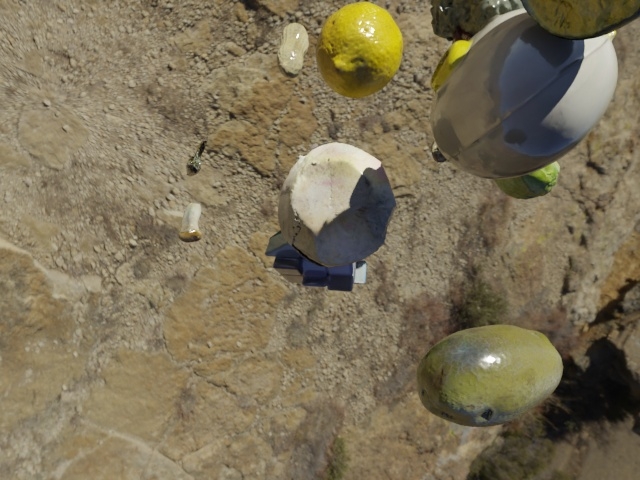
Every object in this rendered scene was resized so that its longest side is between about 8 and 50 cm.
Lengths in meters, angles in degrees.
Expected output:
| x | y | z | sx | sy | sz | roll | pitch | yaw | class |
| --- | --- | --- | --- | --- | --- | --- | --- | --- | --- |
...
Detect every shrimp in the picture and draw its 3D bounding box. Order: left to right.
| x | y | z | sx | sy | sz | roll | pitch | yaw | class |
| --- | --- | --- | --- | --- | --- | --- | --- | --- | --- |
| -0.456 | -0.316 | 1.672 | 0.058 | 0.296 | 0.169 | 21 | 92 | -19 | shrimp |

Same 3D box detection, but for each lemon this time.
| x | y | z | sx | sy | sz | roll | pitch | yaw | class |
| --- | --- | --- | --- | --- | --- | --- | --- | --- | --- |
| 0.100 | -0.494 | 1.188 | 0.228 | 0.228 | 0.253 | 39 | 53 | -33 | lemon |

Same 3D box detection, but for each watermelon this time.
| x | y | z | sx | sy | sz | roll | pitch | yaw | class |
| --- | --- | --- | --- | --- | --- | --- | --- | --- | --- |
| 0.408 | -0.414 | 0.659 | 0.127 | 0.204 | 0.232 | -19 | 73 | -36 | watermelon |

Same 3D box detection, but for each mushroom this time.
| x | y | z | sx | sy | sz | roll | pitch | yaw | class |
| --- | --- | --- | --- | --- | --- | --- | --- | --- | --- |
| -0.499 | -0.078 | 1.749 | 0.084 | 0.209 | 0.071 | -5 | 137 | -3 | mushroom |

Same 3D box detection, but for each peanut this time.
| x | y | z | sx | sy | sz | roll | pitch | yaw | class |
| --- | --- | --- | --- | --- | --- | --- | --- | --- | --- |
| -0.108 | -0.744 | 1.775 | 0.124 | 0.124 | 0.256 | 23 | 60 | -34 | peanut |

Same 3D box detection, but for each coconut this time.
| x | y | z | sx | sy | sz | roll | pitch | yaw | class |
| --- | --- | --- | --- | --- | --- | --- | --- | --- | --- |
| 0.050 | -0.090 | 1.272 | 0.353 | 0.353 | 0.352 | -9 | 109 | -28 | coconut |

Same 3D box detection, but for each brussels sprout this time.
| x | y | z | sx | sy | sz | roll | pitch | yaw | class |
| --- | --- | --- | --- | --- | --- | --- | --- | --- | --- |
| 0.722 | -0.238 | 1.592 | 0.223 | 0.223 | 0.161 | 63 | 39 | -28 | brussels sprout |

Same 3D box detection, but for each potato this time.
| x | y | z | sx | sy | sz | roll | pitch | yaw | class |
| --- | --- | --- | --- | --- | --- | --- | --- | --- | --- |
| 0.283 | 0.219 | 0.741 | 0.251 | 0.174 | 0.159 | -13 | 73 | -15 | potato |

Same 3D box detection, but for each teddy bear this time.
| x | y | z | sx | sy | sz | roll | pitch | yaw | class |
| --- | --- | --- | --- | --- | --- | --- | --- | --- | --- |
| 0.406 | -0.568 | 1.219 | 0.224 | 0.367 | 0.357 | -34 | 144 | -11 | teddy bear |

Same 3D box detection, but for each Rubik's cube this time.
| x | y | z | sx | sy | sz | roll | pitch | yaw | class |
| --- | --- | --- | --- | --- | --- | --- | --- | --- | --- |
| 0.000 | 0.000 | 1.659 | 0.358 | 0.387 | 0.368 | 5 | 132 | 10 | Rubik's cube |

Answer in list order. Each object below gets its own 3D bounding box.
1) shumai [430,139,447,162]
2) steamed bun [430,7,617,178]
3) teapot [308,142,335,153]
| x | y | z | sx | sy | sz | roll | pitch | yaw | class |
| --- | --- | --- | --- | --- | --- | --- | --- | --- | --- |
| 0.528 | -0.375 | 1.829 | 0.146 | 0.116 | 0.145 | -8 | 112 | -20 | shumai |
| 0.395 | -0.287 | 0.915 | 0.334 | 0.374 | 0.333 | 2 | 82 | -11 | steamed bun |
| 0.079 | -0.265 | 1.901 | 0.253 | 0.300 | 0.344 | -38 | 152 | 9 | teapot |
